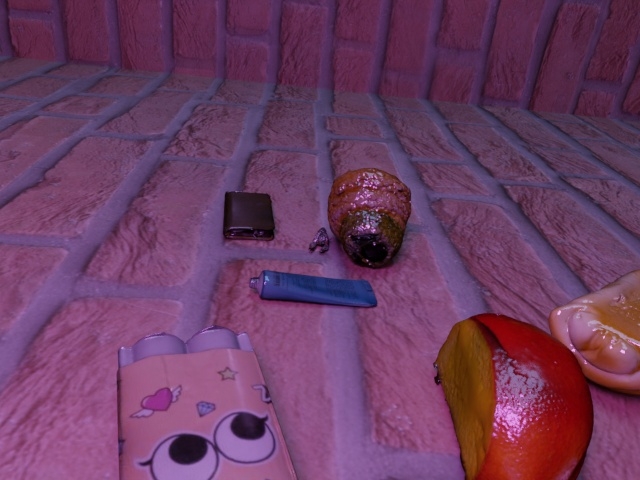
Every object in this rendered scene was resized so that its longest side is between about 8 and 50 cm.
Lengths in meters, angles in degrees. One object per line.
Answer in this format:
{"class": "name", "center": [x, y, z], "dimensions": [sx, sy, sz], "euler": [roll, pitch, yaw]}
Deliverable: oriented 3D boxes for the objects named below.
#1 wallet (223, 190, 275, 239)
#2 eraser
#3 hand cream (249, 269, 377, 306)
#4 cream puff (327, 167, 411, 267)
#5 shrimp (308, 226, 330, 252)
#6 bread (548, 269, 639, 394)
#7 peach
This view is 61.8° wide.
{"class": "wallet", "center": [-0.159, -0.059, 1.185], "dimensions": [0.110, 0.031, 0.198], "euler": [2, 27, -11]}
{"class": "eraser", "center": [-0.134, 0.219, 0.595], "dimensions": [0.171, 0.087, 0.290], "euler": [-2, 29, -20]}
{"class": "hand cream", "center": [-0.013, 0.084, 0.943], "dimensions": [0.224, 0.048, 0.083], "euler": [7, 27, -13]}
{"class": "cream puff", "center": [0.094, -0.030, 1.055], "dimensions": [0.183, 0.183, 0.169], "euler": [7, 47, 0]}
{"class": "shrimp", "center": [0.002, 0.002, 1.112], "dimensions": [0.038, 0.029, 0.092], "euler": [21, 35, 8]}
{"class": "bread", "center": [0.509, 0.144, 0.850], "dimensions": [0.311, 0.121, 0.173], "euler": [-13, 37, -33]}
{"class": "peach", "center": [0.247, 0.197, 0.653], "dimensions": [0.159, 0.153, 0.267], "euler": [8, 27, -1]}
